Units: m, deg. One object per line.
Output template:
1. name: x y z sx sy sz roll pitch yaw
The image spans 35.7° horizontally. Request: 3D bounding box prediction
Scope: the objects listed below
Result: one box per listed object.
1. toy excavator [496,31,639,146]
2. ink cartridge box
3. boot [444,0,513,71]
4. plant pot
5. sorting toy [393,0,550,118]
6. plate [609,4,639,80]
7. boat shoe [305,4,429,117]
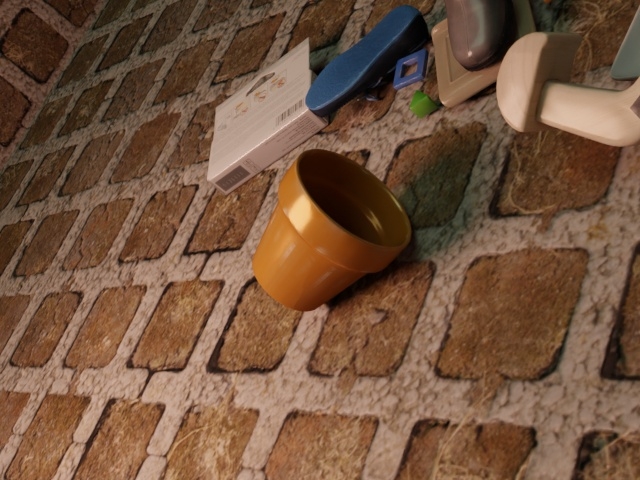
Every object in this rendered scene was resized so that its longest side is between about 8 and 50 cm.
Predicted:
1. toy excavator: 0.434 -0.195 1.092 0.433 0.222 0.445 54 131 28
2. ink cartridge box: -0.105 -0.247 1.970 0.275 0.060 0.238 -32 35 27
3. boot: 0.181 -0.438 1.539 0.118 0.223 0.338 -27 54 39
4. plant pot: 0.000 0.000 1.483 0.188 0.205 0.205 -51 28 30
5. sorting toy: 0.270 -0.317 1.602 0.348 0.047 0.196 -30 41 28
6. plate: 0.539 -0.316 1.271 0.278 0.045 0.277 3 60 52
7. boat shoe: 0.093 -0.300 1.765 0.258 0.089 0.109 -37 47 11
